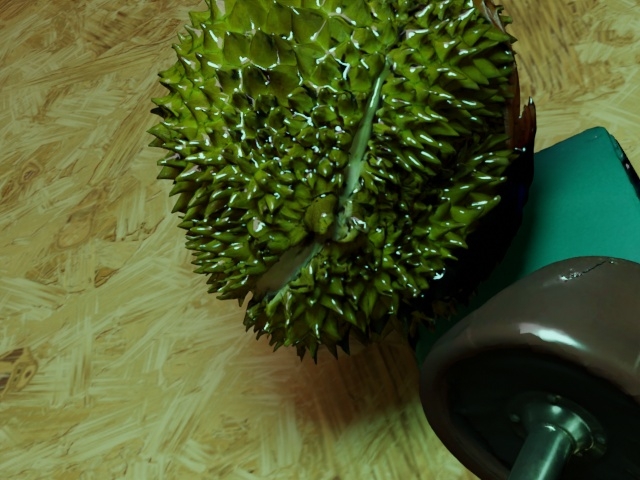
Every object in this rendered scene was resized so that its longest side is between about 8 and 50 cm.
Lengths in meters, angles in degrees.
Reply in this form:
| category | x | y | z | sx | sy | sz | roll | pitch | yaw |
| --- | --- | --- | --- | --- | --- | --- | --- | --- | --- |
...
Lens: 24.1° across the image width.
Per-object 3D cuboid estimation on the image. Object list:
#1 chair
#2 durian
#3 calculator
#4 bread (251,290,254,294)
| category | x | y | z | sx | sy | sz | roll | pitch | yaw |
| --- | --- | --- | --- | --- | --- | --- | --- | --- | --- |
| chair | 0.123 | 0.211 | 1.007 | 0.227 | 0.226 | 0.401 | 0 | 43 | 38 |
| durian | 0.024 | -0.089 | 1.278 | 0.348 | 0.347 | 0.384 | -21 | 19 | 14 |
| calculator | 0.189 | 0.020 | 1.357 | 0.248 | 0.058 | 0.274 | -26 | 33 | 9 |
| bread | 0.000 | 0.000 | 1.478 | 0.077 | 0.116 | 0.200 | -13 | 36 | 33 |
